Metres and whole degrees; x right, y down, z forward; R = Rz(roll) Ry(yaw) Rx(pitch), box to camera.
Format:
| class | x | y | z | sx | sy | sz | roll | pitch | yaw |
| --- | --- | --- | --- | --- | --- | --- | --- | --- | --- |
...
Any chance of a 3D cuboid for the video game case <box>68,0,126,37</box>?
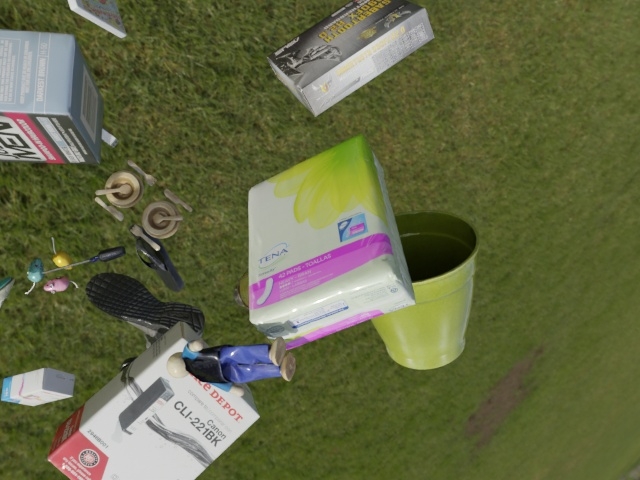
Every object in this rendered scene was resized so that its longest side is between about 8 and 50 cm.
| class | x | y | z | sx | sy | sz | roll | pitch | yaw |
| --- | --- | --- | --- | --- | --- | --- | --- | --- | --- |
| video game case | -0.643 | -0.699 | 1.522 | 0.026 | 0.207 | 0.227 | -20 | 177 | 13 |

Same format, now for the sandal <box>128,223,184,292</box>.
| class | x | y | z | sx | sy | sz | roll | pitch | yaw |
| --- | --- | --- | --- | --- | --- | --- | --- | --- | --- |
| sandal | -0.495 | 0.062 | 1.644 | 0.054 | 0.097 | 0.255 | -47 | 122 | -36 |

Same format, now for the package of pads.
| class | x | y | z | sx | sy | sz | roll | pitch | yaw |
| --- | --- | --- | --- | --- | --- | --- | --- | --- | --- |
| package of pads | 0.000 | 0.000 | 0.836 | 0.229 | 0.297 | 0.101 | -23 | 136 | 18 |

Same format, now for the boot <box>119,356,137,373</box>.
| class | x | y | z | sx | sy | sz | roll | pitch | yaw |
| --- | --- | --- | --- | --- | --- | --- | --- | --- | --- |
| boot | -0.461 | 0.436 | 1.316 | 0.094 | 0.207 | 0.247 | -4 | 113 | 2 |

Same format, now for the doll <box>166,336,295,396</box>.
| class | x | y | z | sx | sy | sz | roll | pitch | yaw |
| --- | --- | --- | --- | --- | --- | --- | --- | --- | --- |
| doll | -0.132 | 0.174 | 0.758 | 0.188 | 0.046 | 0.129 | -7 | 132 | 20 |

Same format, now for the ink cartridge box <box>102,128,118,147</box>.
| class | x | y | z | sx | sy | sz | roll | pitch | yaw |
| --- | --- | --- | --- | --- | --- | --- | --- | --- | --- |
| ink cartridge box | -0.647 | -0.311 | 1.668 | 0.048 | 0.083 | 0.028 | 38 | 84 | -12 |

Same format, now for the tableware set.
| class | x | y | z | sx | sy | sz | roll | pitch | yaw |
| --- | --- | --- | --- | --- | --- | --- | --- | --- | --- |
| tableware set | -0.406 | -0.082 | 1.237 | 0.128 | 0.194 | 0.039 | -51 | -177 | -6 |

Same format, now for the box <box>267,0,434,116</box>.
| class | x | y | z | sx | sy | sz | roll | pitch | yaw |
| --- | --- | --- | --- | --- | --- | --- | --- | --- | --- |
| box | 0.042 | -0.320 | 0.906 | 0.231 | 0.183 | 0.056 | -33 | 130 | 0 |

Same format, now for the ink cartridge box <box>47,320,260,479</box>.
| class | x | y | z | sx | sy | sz | roll | pitch | yaw |
| --- | --- | --- | --- | --- | --- | --- | --- | --- | --- |
| ink cartridge box | -0.268 | 0.302 | 0.913 | 0.273 | 0.114 | 0.197 | -42 | 106 | -9 |

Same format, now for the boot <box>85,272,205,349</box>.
| class | x | y | z | sx | sy | sz | roll | pitch | yaw |
| --- | --- | --- | --- | --- | --- | --- | --- | --- | --- |
| boot | -0.466 | 0.231 | 1.461 | 0.118 | 0.338 | 0.223 | -59 | 171 | -40 |

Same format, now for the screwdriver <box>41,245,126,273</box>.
| class | x | y | z | sx | sy | sz | roll | pitch | yaw |
| --- | --- | --- | --- | --- | --- | --- | --- | --- | --- |
| screwdriver | -0.463 | 0.044 | 1.070 | 0.169 | 0.024 | 0.025 | -19 | 130 | 3 |

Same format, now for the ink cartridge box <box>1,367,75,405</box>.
| class | x | y | z | sx | sy | sz | roll | pitch | yaw |
| --- | --- | --- | --- | --- | --- | --- | --- | --- | --- |
| ink cartridge box | -0.626 | 0.326 | 1.215 | 0.122 | 0.052 | 0.088 | -18 | 150 | 17 |

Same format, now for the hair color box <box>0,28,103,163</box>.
| class | x | y | z | sx | sy | sz | roll | pitch | yaw |
| --- | --- | --- | --- | --- | --- | --- | --- | --- | --- |
| hair color box | -0.496 | -0.184 | 0.705 | 0.374 | 0.114 | 0.185 | 1 | 168 | -11 |

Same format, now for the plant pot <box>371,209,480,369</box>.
| class | x | y | z | sx | sy | sz | roll | pitch | yaw |
| --- | --- | --- | --- | --- | --- | --- | --- | --- | --- |
| plant pot | 0.273 | 0.156 | 1.538 | 0.366 | 0.366 | 0.353 | -28 | 122 | -23 |

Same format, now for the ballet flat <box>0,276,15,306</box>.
| class | x | y | z | sx | sy | sz | roll | pitch | yaw |
| --- | --- | --- | --- | --- | --- | --- | --- | --- | --- |
| ballet flat | -0.781 | 0.152 | 1.273 | 0.168 | 0.057 | 0.052 | -43 | 125 | -32 |

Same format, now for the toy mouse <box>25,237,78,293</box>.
| class | x | y | z | sx | sy | sz | roll | pitch | yaw |
| --- | --- | --- | --- | --- | --- | --- | --- | --- | --- |
| toy mouse | -0.712 | 0.097 | 1.436 | 0.143 | 0.031 | 0.161 | -42 | 133 | -20 |

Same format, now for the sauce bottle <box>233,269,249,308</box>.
| class | x | y | z | sx | sy | sz | roll | pitch | yaw |
| --- | --- | --- | --- | --- | --- | --- | --- | --- | --- |
| sauce bottle | -0.136 | 0.112 | 1.280 | 0.111 | 0.112 | 0.344 | -26 | -179 | -25 |
